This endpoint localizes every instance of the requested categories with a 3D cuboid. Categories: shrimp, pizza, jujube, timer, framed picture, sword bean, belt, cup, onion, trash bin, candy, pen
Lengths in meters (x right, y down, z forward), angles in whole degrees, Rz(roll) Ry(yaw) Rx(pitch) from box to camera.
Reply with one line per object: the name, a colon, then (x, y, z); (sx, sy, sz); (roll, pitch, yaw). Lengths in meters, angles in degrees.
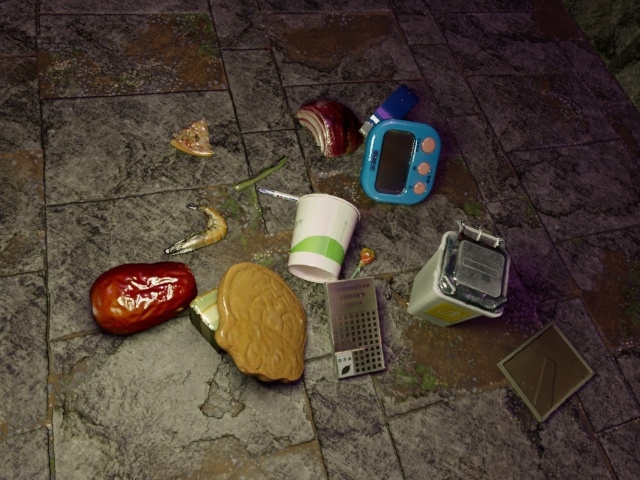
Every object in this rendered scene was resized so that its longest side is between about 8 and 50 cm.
shrimp: (-0.484, -0.046, 1.687); (0.262, 0.051, 0.198); (-27, 65, -27)
pizza: (-0.507, -0.435, 1.876); (0.185, 0.052, 0.195); (17, 60, -8)
jujube: (-0.564, 0.173, 1.464); (0.318, 0.223, 0.223); (-16, 68, -24)
timer: (0.325, -0.323, 1.880); (0.308, 0.340, 0.115); (5, 18, -11)
framed picture: (0.858, 0.486, 1.729); (0.335, 0.022, 0.247); (-27, 72, -24)
sword bean: (-0.241, -0.274, 1.861); (0.269, 0.038, 0.043); (-35, 81, -25)
belt: (0.307, -0.557, 2.023); (0.117, 0.212, 0.347); (43, 53, -4)
cup: (0.000, 0.000, 1.667); (0.253, 0.253, 0.274); (16, 67, -4)
onion: (0.064, -0.535, 2.008); (0.280, 0.146, 0.314); (-30, 69, -29)
trash bin: (0.475, 0.142, 1.622); (0.255, 0.368, 0.296); (20, 62, -4)
candy: (0.145, 0.109, 1.750); (0.060, 0.060, 0.201); (35, 68, 6)
pen: (-0.149, -0.179, 1.840); (0.204, 0.025, 0.025); (13, 61, -5)

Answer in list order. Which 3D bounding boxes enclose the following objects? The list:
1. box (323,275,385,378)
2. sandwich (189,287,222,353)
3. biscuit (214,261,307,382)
box: (0.117, 0.295, 1.581); (0.180, 0.047, 0.325); (-6, 85, -16)
sandwich: (-0.301, 0.226, 1.480); (0.155, 0.227, 0.198); (44, 63, 11)
biscuit: (-0.173, 0.256, 1.454); (0.385, 0.062, 0.365); (37, 43, -39)
